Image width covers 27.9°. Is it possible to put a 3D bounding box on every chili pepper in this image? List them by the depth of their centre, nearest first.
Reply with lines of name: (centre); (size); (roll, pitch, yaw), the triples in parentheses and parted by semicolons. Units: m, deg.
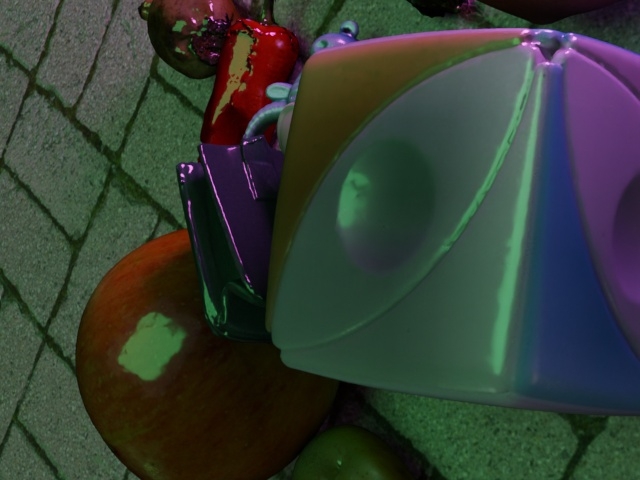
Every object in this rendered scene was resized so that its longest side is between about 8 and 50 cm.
chili pepper: (-0.104, -0.194, 1.814); (0.110, 0.110, 0.388); (25, 104, 45)

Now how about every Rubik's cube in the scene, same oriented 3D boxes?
Rubik's cube: (0.182, -0.012, 1.307); (0.347, 0.351, 0.352); (5, 85, 46)

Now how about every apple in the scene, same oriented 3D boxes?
apple: (-0.134, 0.149, 1.632); (0.339, 0.339, 0.340); (-9, 77, 45)

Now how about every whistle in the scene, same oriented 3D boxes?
whistle: (0.002, -0.159, 1.706); (0.186, 0.093, 0.274); (21, 103, 19)

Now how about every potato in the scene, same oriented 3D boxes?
potato: (0.051, 0.313, 1.555); (0.194, 0.157, 0.157); (19, 98, 33)

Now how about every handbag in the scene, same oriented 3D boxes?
handbag: (0.001, 0.001, 1.513); (0.089, 0.326, 0.238); (-40, 58, 43)

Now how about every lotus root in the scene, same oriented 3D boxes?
lotus root: (-0.196, -0.322, 1.913); (0.214, 0.138, 0.138); (39, 112, 42)

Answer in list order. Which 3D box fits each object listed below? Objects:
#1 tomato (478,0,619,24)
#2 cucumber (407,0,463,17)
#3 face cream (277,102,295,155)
tomato: (0.244, -0.386, 1.356); (0.321, 0.321, 0.322); (-9, 77, 45)
cucumber: (0.086, -0.407, 1.662); (0.096, 0.096, 0.359); (-46, 56, 31)
face cream: (0.070, -0.095, 1.493); (0.073, 0.269, 0.107); (-44, 56, 33)
